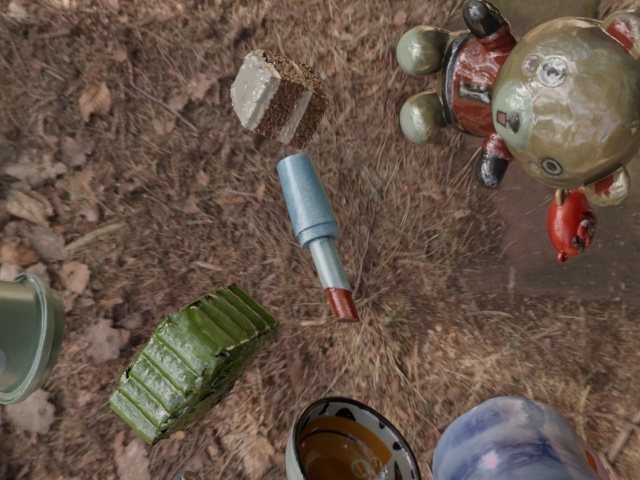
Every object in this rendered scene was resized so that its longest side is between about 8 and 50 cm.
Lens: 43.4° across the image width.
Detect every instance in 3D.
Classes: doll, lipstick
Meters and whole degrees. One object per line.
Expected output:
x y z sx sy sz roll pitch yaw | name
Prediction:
0.247 -0.173 0.980 0.174 0.330 0.235 -16 117 -36 | doll
0.000 0.000 1.227 0.068 0.061 0.274 -14 73 -16 | lipstick
0.488 -0.059 1.554 0.085 0.183 0.217 -6 49 39 | doll

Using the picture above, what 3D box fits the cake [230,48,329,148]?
-0.081 -0.264 1.496 0.147 0.135 0.134 7 126 -32 | cake

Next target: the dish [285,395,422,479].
0.044 0.430 1.453 0.303 0.303 0.120 41 124 5 | dish

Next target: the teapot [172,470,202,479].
-0.221 0.392 1.239 0.063 0.049 0.083 40 101 33 | teapot

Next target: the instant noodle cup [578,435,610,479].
0.328 0.449 1.348 0.243 0.231 0.243 13 61 -25 | instant noodle cup

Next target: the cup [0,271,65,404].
-0.306 0.075 0.694 0.120 0.141 0.120 -20 60 41 | cup

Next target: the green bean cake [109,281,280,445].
-0.173 0.170 1.130 0.113 0.214 0.200 43 110 10 | green bean cake

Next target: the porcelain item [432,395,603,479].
0.105 0.165 0.348 0.141 0.259 0.141 1 106 3 | porcelain item
